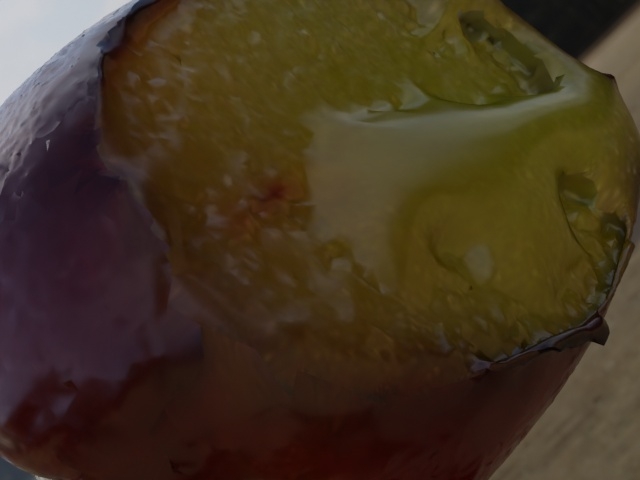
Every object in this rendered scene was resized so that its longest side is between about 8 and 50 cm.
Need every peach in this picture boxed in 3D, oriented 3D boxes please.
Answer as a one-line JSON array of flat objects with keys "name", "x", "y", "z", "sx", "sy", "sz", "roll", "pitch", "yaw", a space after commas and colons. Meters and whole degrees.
[{"name": "peach", "x": 0.000, "y": 0.000, "z": 0.769, "sx": 0.338, "sy": 0.281, "sz": 0.281, "roll": -37, "pitch": 1, "yaw": -11}]
